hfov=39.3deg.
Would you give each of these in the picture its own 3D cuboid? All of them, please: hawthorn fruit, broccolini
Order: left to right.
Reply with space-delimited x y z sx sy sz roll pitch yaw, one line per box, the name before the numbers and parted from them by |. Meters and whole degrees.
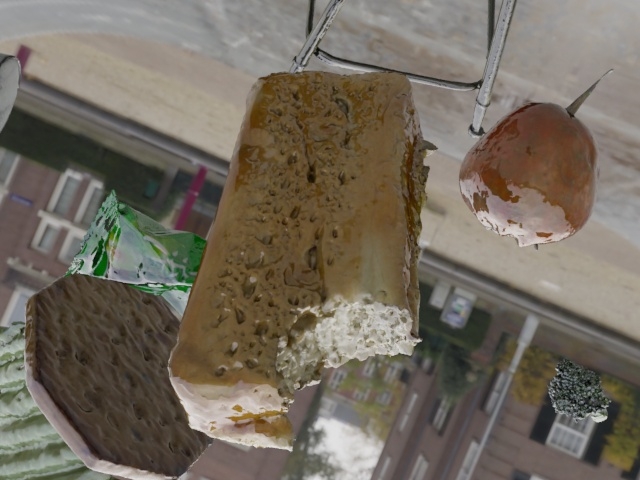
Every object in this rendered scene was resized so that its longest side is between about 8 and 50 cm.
hawthorn fruit | 0.219 -0.080 0.927 0.149 0.189 0.149 13 160 5
broccolini | 0.322 0.189 1.056 0.216 0.058 0.067 33 -145 -56

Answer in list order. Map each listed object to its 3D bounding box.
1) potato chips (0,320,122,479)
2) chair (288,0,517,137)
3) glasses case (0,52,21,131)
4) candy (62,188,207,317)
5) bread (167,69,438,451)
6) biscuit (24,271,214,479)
potato chips | -0.467 0.310 1.471 0.390 0.372 0.097 8 -176 27
chair | 0.156 -0.441 1.380 0.365 0.361 0.410 10 156 -7
glasses case | -0.498 -0.189 1.031 0.299 0.114 0.060 14 163 13
candy | -0.164 0.030 0.988 0.203 0.078 0.141 29 147 -17
bread | 0.000 0.000 0.744 0.185 0.380 0.109 5 136 5
biscuit | -0.286 0.193 1.310 0.359 0.046 0.359 40 -153 -25
